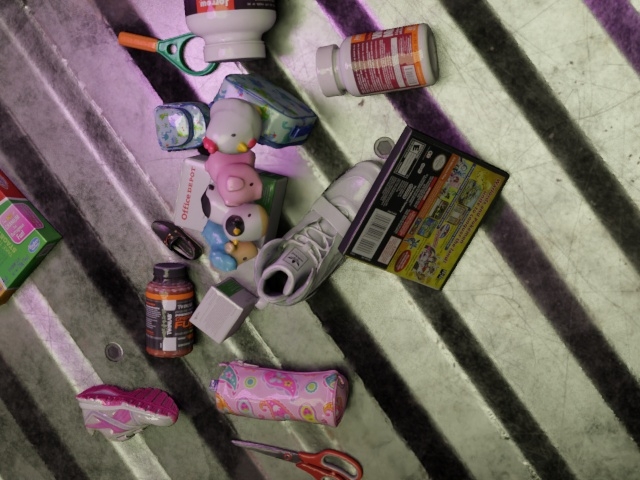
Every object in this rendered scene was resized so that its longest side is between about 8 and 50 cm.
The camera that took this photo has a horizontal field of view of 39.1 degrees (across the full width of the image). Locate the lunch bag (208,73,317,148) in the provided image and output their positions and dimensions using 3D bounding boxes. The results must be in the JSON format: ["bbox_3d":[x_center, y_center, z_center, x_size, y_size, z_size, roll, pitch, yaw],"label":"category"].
[{"bbox_3d":[-0.106,-0.253,1.777,0.176,0.219,0.090,32,107,8],"label":"lunch bag"}]

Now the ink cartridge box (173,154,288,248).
[{"bbox_3d":[-0.190,-0.085,1.901,0.208,0.087,0.153,16,104,13],"label":"ink cartridge box"}]

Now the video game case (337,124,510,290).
[{"bbox_3d":[0.200,-0.055,1.741,0.248,0.035,0.275,20,107,-28],"label":"video game case"}]

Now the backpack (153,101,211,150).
[{"bbox_3d":[-0.291,-0.241,1.906,0.114,0.084,0.105,-4,100,14],"label":"backpack"}]

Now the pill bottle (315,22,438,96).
[{"bbox_3d":[0.109,-0.344,1.750,0.221,0.121,0.121,-6,97,17],"label":"pill bottle"}]

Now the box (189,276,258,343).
[{"bbox_3d":[-0.207,0.149,1.938,0.087,0.101,0.102,38,107,7],"label":"box"}]

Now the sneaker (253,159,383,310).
[{"bbox_3d":[0.000,0.000,1.793,0.137,0.210,0.366,41,108,6],"label":"sneaker"}]

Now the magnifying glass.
[{"bbox_3d":[-0.323,-0.409,1.921,0.231,0.026,0.092,14,103,12],"label":"magnifying glass"}]

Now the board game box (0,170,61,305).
[{"bbox_3d":[-0.790,-0.036,2.100,0.316,0.064,0.242,46,109,5],"label":"board game box"}]

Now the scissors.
[{"bbox_3d":[-0.051,0.473,1.993,0.297,0.021,0.109,26,108,12],"label":"scissors"}]

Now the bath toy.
[{"bbox_3d":[-0.167,-0.102,1.699,0.151,0.129,0.348,22,136,15],"label":"bath toy"}]

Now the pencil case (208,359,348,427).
[{"bbox_3d":[-0.085,0.326,1.924,0.284,0.124,0.124,4,100,17],"label":"pencil case"}]

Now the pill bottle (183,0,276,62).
[{"bbox_3d":[-0.184,-0.518,1.775,0.181,0.181,0.323,-3,98,17],"label":"pill bottle"}]

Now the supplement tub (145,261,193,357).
[{"bbox_3d":[-0.330,0.150,1.973,0.106,0.106,0.198,4,101,16],"label":"supplement tub"}]

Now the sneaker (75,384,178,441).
[{"bbox_3d":[-0.435,0.402,2.058,0.252,0.103,0.111,3,104,23],"label":"sneaker"}]

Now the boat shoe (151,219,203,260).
[{"bbox_3d":[-0.320,-0.002,1.979,0.133,0.042,0.049,35,109,10],"label":"boat shoe"}]
